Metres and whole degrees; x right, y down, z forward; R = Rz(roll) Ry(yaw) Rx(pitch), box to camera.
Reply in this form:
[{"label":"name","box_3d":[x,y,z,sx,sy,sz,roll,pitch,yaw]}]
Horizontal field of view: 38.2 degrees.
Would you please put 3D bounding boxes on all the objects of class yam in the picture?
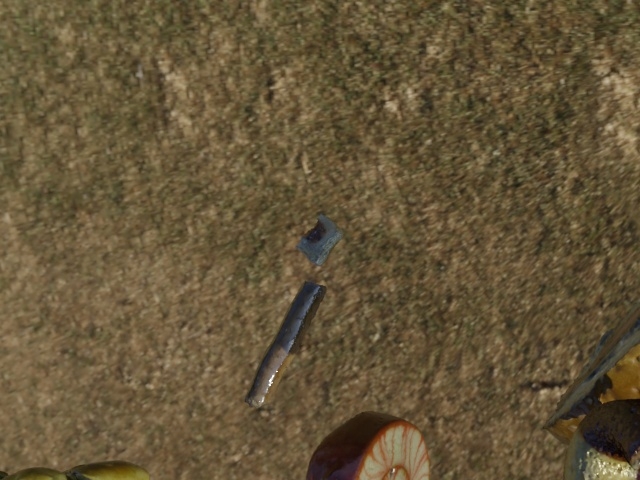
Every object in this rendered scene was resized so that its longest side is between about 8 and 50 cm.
[{"label":"yam","box_3d":[-0.059,0.179,1.582,0.057,0.057,0.241,27,87,22]}]

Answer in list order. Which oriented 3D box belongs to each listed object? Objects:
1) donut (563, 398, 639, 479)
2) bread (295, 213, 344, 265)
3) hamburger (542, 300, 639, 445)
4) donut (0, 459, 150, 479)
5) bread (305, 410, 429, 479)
[{"label":"donut","box_3d":[0.371,0.275,1.159,0.085,0.141,0.217,11,118,-20]},{"label":"bread","box_3d":[0.000,0.000,1.663,0.083,0.035,0.070,-49,44,4]},{"label":"hamburger","box_3d":[0.480,0.209,1.284,0.209,0.162,0.330,33,123,8]},{"label":"donut","box_3d":[-0.419,0.406,1.318,0.360,0.360,0.170,-23,68,32]},{"label":"bread","box_3d":[0.084,0.468,1.717,0.114,0.328,0.295,9,96,33]}]
